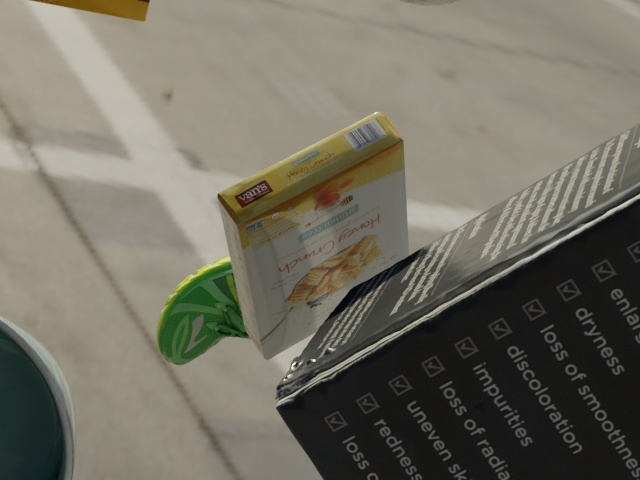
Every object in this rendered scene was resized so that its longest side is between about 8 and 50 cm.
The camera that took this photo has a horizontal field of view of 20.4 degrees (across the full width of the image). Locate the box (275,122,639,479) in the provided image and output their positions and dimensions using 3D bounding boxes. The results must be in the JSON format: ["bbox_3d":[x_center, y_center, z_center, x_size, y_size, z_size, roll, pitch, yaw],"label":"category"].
[{"bbox_3d":[0.307,0.164,1.407,0.480,0.472,0.297,57,21,-7],"label":"box"}]

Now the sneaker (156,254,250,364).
[{"bbox_3d":[-0.087,0.081,2.294,0.109,0.295,0.123,41,21,-51],"label":"sneaker"}]

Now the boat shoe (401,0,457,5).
[{"bbox_3d":[0.088,-0.344,2.180,0.277,0.098,0.096,1,-4,26],"label":"boat shoe"}]

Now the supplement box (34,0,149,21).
[{"bbox_3d":[-0.255,-0.328,1.689,0.191,0.194,0.129,4,13,-46],"label":"supplement box"}]

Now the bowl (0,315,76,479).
[{"bbox_3d":[-0.376,0.194,1.823,0.311,0.311,0.163,22,11,8],"label":"bowl"}]

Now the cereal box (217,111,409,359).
[{"bbox_3d":[0.000,0.000,1.660,0.173,0.240,0.047,-29,58,-13],"label":"cereal box"}]
